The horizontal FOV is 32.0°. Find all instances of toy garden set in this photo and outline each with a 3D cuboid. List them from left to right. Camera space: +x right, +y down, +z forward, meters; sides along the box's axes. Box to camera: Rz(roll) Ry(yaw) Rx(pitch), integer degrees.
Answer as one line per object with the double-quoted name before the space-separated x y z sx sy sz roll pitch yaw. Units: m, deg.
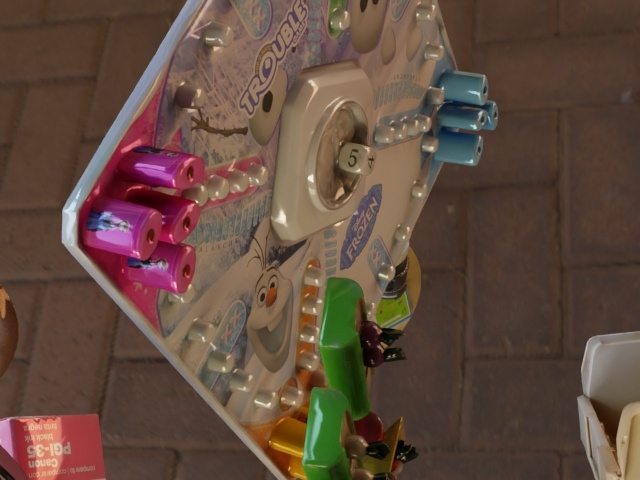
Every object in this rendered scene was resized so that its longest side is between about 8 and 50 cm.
"toy garden set" 0.023 0.176 0.638 0.049 0.203 0.244 3 60 9

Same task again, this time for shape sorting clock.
"shape sorting clock" 0.046 0.079 1.510 0.206 0.206 0.040 -37 42 -7

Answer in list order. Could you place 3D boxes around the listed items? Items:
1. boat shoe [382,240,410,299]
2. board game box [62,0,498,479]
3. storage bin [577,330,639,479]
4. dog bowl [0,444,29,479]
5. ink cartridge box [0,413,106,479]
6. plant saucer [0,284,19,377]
"boat shoe" 0.000 0.000 1.285 0.233 0.079 0.084 25 57 30
"board game box" 0.014 -0.061 0.797 0.050 0.390 0.389 14 64 27
"storage bin" 0.380 0.160 1.029 0.261 0.262 0.123 -7 97 8
"dog bowl" -0.343 0.251 0.696 0.408 0.408 0.150 -20 31 2
"ink cartridge box" -0.299 0.318 1.039 0.207 0.117 0.283 -17 75 29
"plant saucer" -0.461 0.113 1.322 0.199 0.198 0.036 -24 20 0
